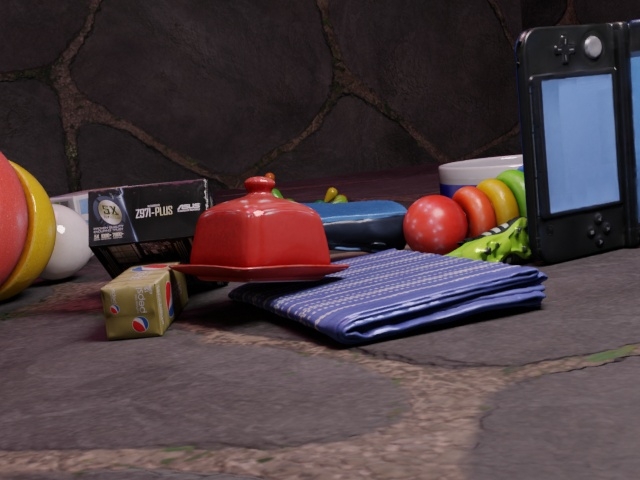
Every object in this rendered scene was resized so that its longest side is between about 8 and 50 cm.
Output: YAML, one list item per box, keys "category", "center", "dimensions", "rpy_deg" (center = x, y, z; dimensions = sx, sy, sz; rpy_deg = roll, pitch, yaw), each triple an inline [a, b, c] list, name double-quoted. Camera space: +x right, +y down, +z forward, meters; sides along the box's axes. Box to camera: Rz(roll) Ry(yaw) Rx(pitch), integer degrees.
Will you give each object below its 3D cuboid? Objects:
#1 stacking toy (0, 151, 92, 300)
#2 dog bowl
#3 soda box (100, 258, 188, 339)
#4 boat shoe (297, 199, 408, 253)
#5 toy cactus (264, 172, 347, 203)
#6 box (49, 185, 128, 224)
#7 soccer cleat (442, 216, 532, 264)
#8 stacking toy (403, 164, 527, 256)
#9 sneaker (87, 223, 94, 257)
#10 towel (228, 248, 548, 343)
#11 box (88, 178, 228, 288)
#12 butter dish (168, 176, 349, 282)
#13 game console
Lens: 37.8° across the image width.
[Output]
- category: "stacking toy"
  center: [-0.487, -0.011, 1.284]
  dimensions: [0.350, 0.351, 0.480]
  rpy_deg: [-2, -11, 25]
- category: "dog bowl"
  center: [0.346, -0.094, 1.671]
  dimensions: [0.264, 0.104, 0.265]
  rpy_deg: [-5, 8, 1]
- category: "soda box"
  center: [-0.197, 0.063, 1.066]
  dimensions: [0.061, 0.058, 0.181]
  rpy_deg: [-5, 7, 2]
- category: "boat shoe"
  center: [0.000, 0.000, 1.319]
  dimensions: [0.258, 0.089, 0.109]
  rpy_deg: [-1, 20, 0]
- category: "toy cactus"
  center: [-0.048, -0.061, 1.820]
  dimensions: [0.219, 0.112, 0.180]
  rpy_deg: [2, 16, -7]
- category: "box"
  center: [-0.468, -0.040, 1.861]
  dimensions: [0.103, 0.114, 0.203]
  rpy_deg: [-5, 8, 20]
- category: "soccer cleat"
  center: [0.217, 0.007, 1.176]
  dimensions: [0.072, 0.060, 0.179]
  rpy_deg: [-2, 11, 40]
- category: "stacking toy"
  center: [0.272, -0.043, 1.321]
  dimensions: [0.330, 0.141, 0.141]
  rpy_deg: [-16, 10, -18]
- category: "sneaker"
  center: [-0.542, 0.005, 1.599]
  dimensions: [0.295, 0.105, 0.147]
  rpy_deg: [-2, 2, 0]
- category: "towel"
  center: [0.060, 0.058, 1.034]
  dimensions: [0.243, 0.040, 0.336]
  rpy_deg: [-11, 7, -22]
- category: "box"
  center: [-0.201, -0.001, 1.194]
  dimensions: [0.147, 0.078, 0.180]
  rpy_deg: [-6, -23, 1]
- category: "butter dish"
  center: [-0.069, -0.013, 1.055]
  dimensions: [0.160, 0.118, 0.160]
  rpy_deg: [1, 0, -40]
- category: "game console"
  center: [0.392, -0.126, 1.142]
  dimensions: [0.250, 0.293, 0.173]
  rpy_deg: [-11, 9, -31]
